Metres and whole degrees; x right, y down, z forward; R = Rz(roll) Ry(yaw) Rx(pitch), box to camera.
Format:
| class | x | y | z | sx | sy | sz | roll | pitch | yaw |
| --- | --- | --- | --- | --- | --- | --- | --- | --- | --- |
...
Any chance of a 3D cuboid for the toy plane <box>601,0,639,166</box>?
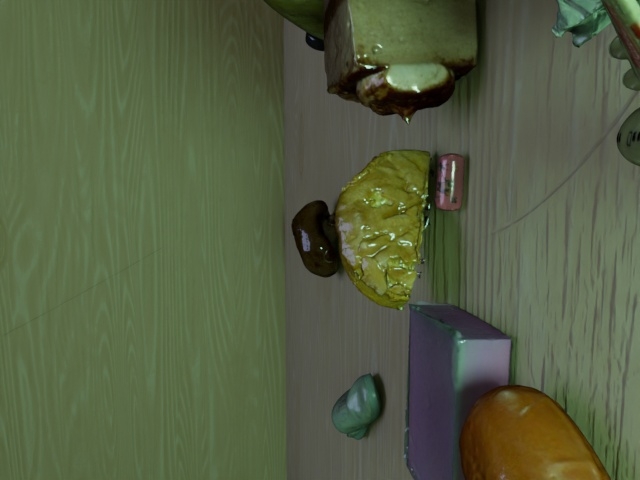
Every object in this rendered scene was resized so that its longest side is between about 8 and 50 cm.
| class | x | y | z | sx | sy | sz | roll | pitch | yaw |
| --- | --- | --- | --- | --- | --- | --- | --- | --- | --- |
| toy plane | 0.234 | -0.070 | 0.297 | 0.092 | 0.229 | 0.244 | -46 | -1 | 24 |

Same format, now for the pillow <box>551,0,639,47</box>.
| class | x | y | z | sx | sy | sz | roll | pitch | yaw |
| --- | --- | --- | --- | --- | --- | --- | --- | --- | --- |
| pillow | 0.232 | -0.279 | 0.269 | 0.283 | 0.138 | 0.310 | -142 | 55 | -75 |

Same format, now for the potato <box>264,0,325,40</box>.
| class | x | y | z | sx | sy | sz | roll | pitch | yaw |
| --- | --- | --- | --- | --- | --- | --- | --- | --- | --- |
| potato | -0.013 | -0.533 | 1.040 | 0.280 | 0.213 | 0.330 | 41 | -123 | -67 |

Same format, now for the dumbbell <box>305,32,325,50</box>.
| class | x | y | z | sx | sy | sz | roll | pitch | yaw |
| --- | --- | --- | --- | --- | --- | --- | --- | --- | --- |
| dumbbell | 0.017 | -0.618 | 1.388 | 0.191 | 0.100 | 0.100 | 101 | 163 | -49 |

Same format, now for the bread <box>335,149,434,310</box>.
| class | x | y | z | sx | sy | sz | roll | pitch | yaw |
| --- | --- | --- | --- | --- | --- | --- | --- | --- | --- |
| bread | 0.095 | -0.027 | 0.825 | 0.160 | 0.147 | 0.260 | 98 | -178 | -71 |

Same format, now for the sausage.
| class | x | y | z | sx | sy | sz | roll | pitch | yaw |
| --- | --- | --- | --- | --- | --- | --- | --- | --- | --- |
| sausage | 0.210 | 0.253 | 0.465 | 0.258 | 0.133 | 0.133 | -101 | 15 | -46 |

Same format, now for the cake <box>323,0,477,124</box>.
| class | x | y | z | sx | sy | sz | roll | pitch | yaw |
| --- | --- | --- | --- | --- | --- | --- | --- | --- | --- |
| cake | 0.112 | -0.308 | 0.750 | 0.199 | 0.196 | 0.293 | -176 | 81 | -80 |

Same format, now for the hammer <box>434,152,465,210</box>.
| class | x | y | z | sx | sy | sz | roll | pitch | yaw |
| --- | --- | --- | --- | --- | --- | --- | --- | --- | --- |
| hammer | 0.187 | -0.085 | 0.748 | 0.043 | 0.043 | 0.083 | -133 | 43 | -73 |

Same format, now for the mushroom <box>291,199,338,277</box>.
| class | x | y | z | sx | sy | sz | roll | pitch | yaw |
| --- | --- | --- | --- | --- | --- | --- | --- | --- | --- |
| mushroom | -0.015 | 0.001 | 1.503 | 0.194 | 0.138 | 0.231 | 104 | 161 | -53 |

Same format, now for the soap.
| class | x | y | z | sx | sy | sz | roll | pitch | yaw |
| --- | --- | --- | --- | --- | --- | --- | --- | --- | --- |
| soap | 0.180 | 0.228 | 0.710 | 0.181 | 0.081 | 0.259 | -151 | 62 | -78 |

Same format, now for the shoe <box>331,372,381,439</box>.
| class | x | y | z | sx | sy | sz | roll | pitch | yaw |
| --- | --- | --- | --- | --- | --- | --- | --- | --- | --- |
| shoe | 0.074 | 0.397 | 1.209 | 0.251 | 0.100 | 0.103 | 98 | 166 | -48 |
